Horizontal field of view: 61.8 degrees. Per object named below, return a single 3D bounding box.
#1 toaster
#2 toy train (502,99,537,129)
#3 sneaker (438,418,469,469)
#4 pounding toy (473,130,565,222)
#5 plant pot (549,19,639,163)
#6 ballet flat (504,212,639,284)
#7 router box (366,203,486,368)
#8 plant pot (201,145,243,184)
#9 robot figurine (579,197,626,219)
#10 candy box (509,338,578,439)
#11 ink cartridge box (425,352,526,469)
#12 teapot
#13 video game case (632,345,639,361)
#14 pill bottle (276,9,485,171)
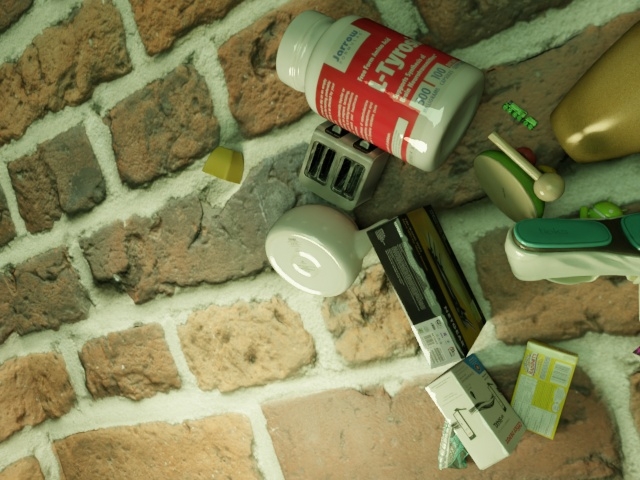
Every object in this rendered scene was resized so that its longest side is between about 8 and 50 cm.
[{"bbox_3d":[0.053,-0.175,1.259,0.168,0.110,0.185,32,124,17],"label":"toaster"},{"bbox_3d":[0.420,-0.265,1.125,0.083,0.017,0.023,44,105,13],"label":"toy train"},{"bbox_3d":[0.332,0.479,1.289,0.076,0.065,0.166,8,107,9],"label":"sneaker"},{"bbox_3d":[0.411,-0.137,1.064,0.110,0.237,0.183,-37,76,-2],"label":"pounding toy"},{"bbox_3d":[0.561,-0.251,0.960,0.254,0.237,0.237,-35,83,44],"label":"plant pot"},{"bbox_3d":[0.550,0.024,1.000,0.400,0.139,0.139,0,99,9],"label":"ballet flat"},{"bbox_3d":[0.238,0.085,1.153,0.081,0.243,0.308,-26,87,28],"label":"router box"},{"bbox_3d":[-0.256,-0.207,1.444,0.082,0.081,0.083,22,96,22],"label":"plant pot"},{"bbox_3d":[0.554,-0.029,1.070,0.101,0.067,0.115,31,112,-9],"label":"robot figurine"},{"bbox_3d":[0.491,0.331,1.190,0.105,0.027,0.205,18,107,28],"label":"candy box"},{"bbox_3d":[0.347,0.373,1.187,0.086,0.148,0.203,-44,72,30],"label":"ink cartridge box"},{"bbox_3d":[0.000,0.000,1.298,0.256,0.187,0.252,33,143,0],"label":"teapot"},{"bbox_3d":[0.728,0.211,0.971,0.232,0.042,0.210,-41,93,3],"label":"video game case"},{"bbox_3d":[0.117,-0.334,1.144,0.408,0.229,0.229,32,112,18],"label":"pill bottle"}]
